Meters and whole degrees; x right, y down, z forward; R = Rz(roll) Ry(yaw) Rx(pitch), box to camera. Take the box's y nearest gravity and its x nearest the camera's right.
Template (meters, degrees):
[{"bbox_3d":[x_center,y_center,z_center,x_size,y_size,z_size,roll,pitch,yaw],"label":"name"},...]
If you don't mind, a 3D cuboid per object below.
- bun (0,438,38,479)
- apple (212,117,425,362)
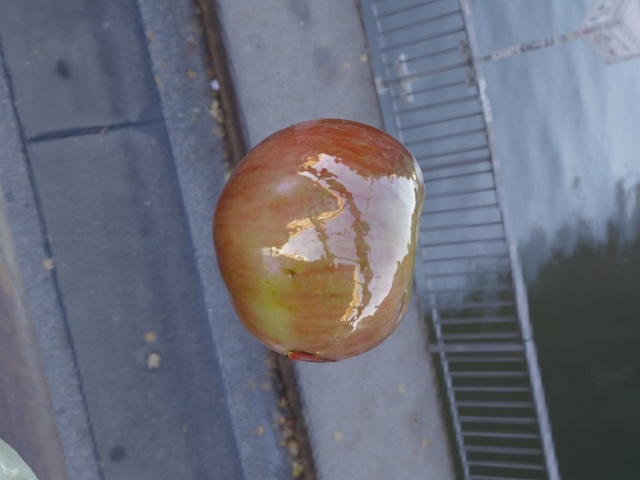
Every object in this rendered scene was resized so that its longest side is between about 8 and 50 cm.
[{"bbox_3d":[-0.335,0.210,0.748,0.259,0.259,0.160,7,91,-49],"label":"bun"},{"bbox_3d":[0.000,0.000,0.809,0.209,0.164,0.210,7,90,-81],"label":"apple"}]
